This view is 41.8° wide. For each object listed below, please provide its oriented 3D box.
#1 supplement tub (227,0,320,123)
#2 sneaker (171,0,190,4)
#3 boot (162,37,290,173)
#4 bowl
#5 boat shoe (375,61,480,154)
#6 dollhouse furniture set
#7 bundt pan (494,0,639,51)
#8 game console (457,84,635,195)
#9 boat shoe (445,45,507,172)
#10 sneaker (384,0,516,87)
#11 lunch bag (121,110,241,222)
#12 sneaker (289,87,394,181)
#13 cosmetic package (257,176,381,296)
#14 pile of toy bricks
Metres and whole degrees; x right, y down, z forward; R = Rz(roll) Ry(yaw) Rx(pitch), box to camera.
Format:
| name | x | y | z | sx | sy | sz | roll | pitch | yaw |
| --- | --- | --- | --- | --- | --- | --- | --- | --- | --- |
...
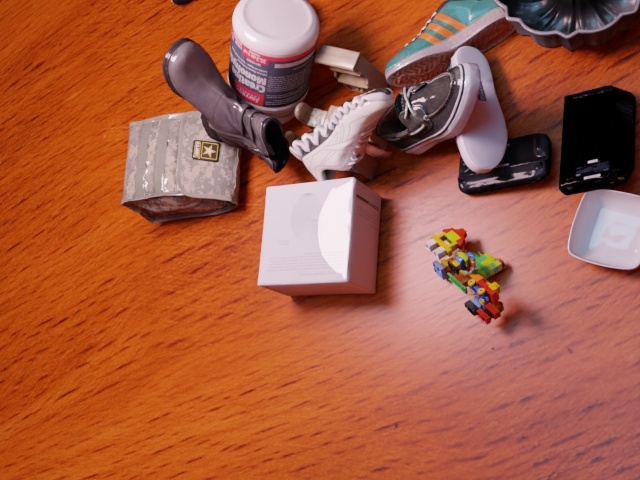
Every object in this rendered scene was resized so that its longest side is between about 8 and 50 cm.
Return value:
| name | x | y | z | sx | sy | sz | roll | pitch | yaw |
| --- | --- | --- | --- | --- | --- | --- | --- | --- | --- |
| supplement tub | -0.111 | -0.410 | 1.900 | 0.191 | 0.272 | 0.191 | 4 | 57 | -7 |
| sneaker | -0.308 | -0.680 | 2.242 | 0.217 | 0.079 | 0.121 | -34 | 59 | 17 |
| boot | -0.186 | -0.293 | 1.822 | 0.223 | 0.338 | 0.118 | 30 | 79 | 31 |
| bowl | 0.540 | -0.016 | 1.540 | 0.142 | 0.053 | 0.142 | 16 | 83 | 34 |
| boat shoe | 0.203 | -0.254 | 1.669 | 0.335 | 0.119 | 0.121 | 136 | 141 | -65 |
| dollhouse furniture set | 0.036 | -0.284 | 1.863 | 0.212 | 0.161 | 0.242 | 21 | 87 | 34 |
| bundt pan | 0.504 | -0.513 | 1.652 | 0.331 | 0.124 | 0.330 | -7 | 69 | 18 |
| game console | 0.434 | -0.178 | 1.645 | 0.361 | 0.044 | 0.213 | -9 | 57 | 37 |
| boat shoe | 0.302 | -0.254 | 1.720 | 0.102 | 0.108 | 0.301 | 126 | 144 | -55 |
| sneaker | 0.268 | -0.440 | 1.809 | 0.302 | 0.108 | 0.121 | -26 | 62 | 14 |
| lunch bag | -0.325 | -0.185 | 2.054 | 0.287 | 0.169 | 0.235 | -7 | 68 | 22 |
| sneaker | 0.061 | -0.217 | 1.735 | 0.292 | 0.110 | 0.118 | -33 | 86 | 47 |
| cosmetic package | 0.000 | 0.000 | 1.812 | 0.224 | 0.138 | 0.224 | -4 | 72 | 30 |
| pile of toy bricks | 0.309 | 0.060 | 1.642 | 0.105 | 0.118 | 0.212 | -30 | 40 | -11 |
